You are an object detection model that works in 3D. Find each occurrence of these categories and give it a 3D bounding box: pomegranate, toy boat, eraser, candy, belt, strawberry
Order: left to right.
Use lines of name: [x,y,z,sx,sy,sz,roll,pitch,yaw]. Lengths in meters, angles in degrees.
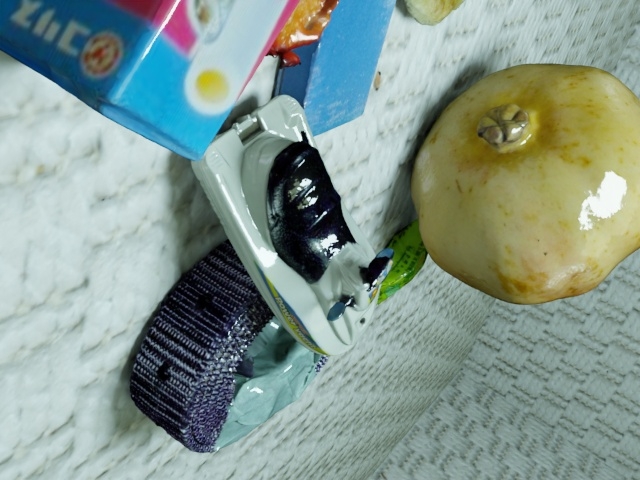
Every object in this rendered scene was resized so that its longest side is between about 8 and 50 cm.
candy: [-0.062,-0.212,0.357,0.305,0.157,0.100,-59,158,-1]
belt: [-0.076,0.113,0.803,0.325,0.122,0.260,-38,145,-42]
strawberry: [-0.031,-0.214,0.515,0.145,0.086,0.145,-44,155,-27]
toy boat: [-0.007,-0.004,0.650,0.141,0.269,0.141,-32,-166,9]
eraser: [0.031,-0.254,0.655,0.144,0.043,0.311,-34,147,-48]
candy: [0.157,0.040,1.269,0.246,0.069,0.149,-53,160,-10]
pomegranate: [0.348,-0.099,1.077,0.411,0.412,0.411,-46,155,-29]

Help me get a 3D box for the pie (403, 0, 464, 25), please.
pie: [0.156,-0.348,0.787,0.218,0.052,0.185,-23,144,-52]
